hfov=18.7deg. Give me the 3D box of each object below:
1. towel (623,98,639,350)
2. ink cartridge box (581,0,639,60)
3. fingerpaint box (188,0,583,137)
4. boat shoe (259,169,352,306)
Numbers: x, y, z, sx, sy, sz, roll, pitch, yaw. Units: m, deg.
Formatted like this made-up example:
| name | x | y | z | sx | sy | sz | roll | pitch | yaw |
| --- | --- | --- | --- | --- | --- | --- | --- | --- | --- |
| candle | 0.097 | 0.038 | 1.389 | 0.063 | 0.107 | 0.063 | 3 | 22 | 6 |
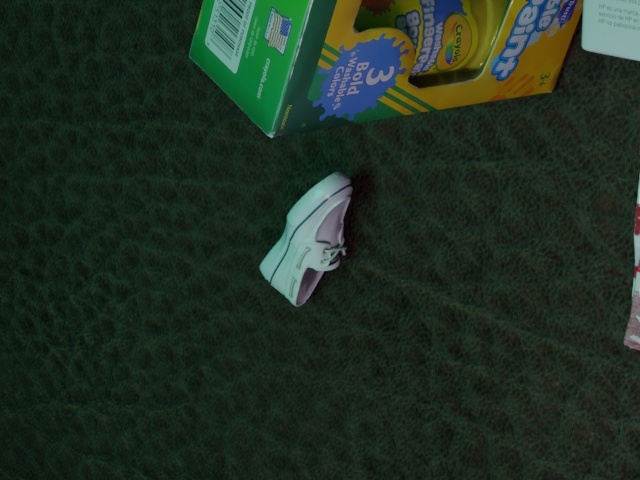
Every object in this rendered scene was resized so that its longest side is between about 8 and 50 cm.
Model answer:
| name | x | y | z | sx | sy | sz | roll | pitch | yaw |
| --- | --- | --- | --- | --- | --- | --- | --- | --- | --- |
| towel | 0.394 | -0.019 | 1.845 | 0.237 | 0.037 | 0.329 | 20 | 116 | 46 |
| ink cartridge box | 0.384 | -0.344 | 1.650 | 0.285 | 0.166 | 0.394 | 19 | 116 | 47 |
| fingerpaint box | 0.112 | -0.337 | 1.828 | 0.163 | 0.371 | 0.444 | 46 | 132 | 36 |
| boat shoe | 0.000 | 0.000 | 2.324 | 0.076 | 0.083 | 0.226 | 51 | 148 | 12 |
